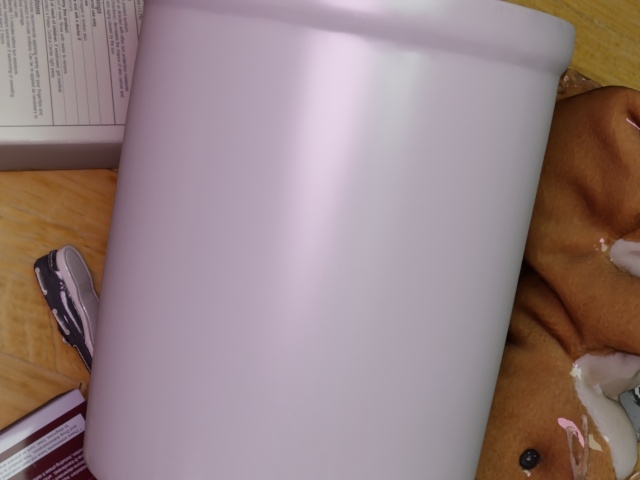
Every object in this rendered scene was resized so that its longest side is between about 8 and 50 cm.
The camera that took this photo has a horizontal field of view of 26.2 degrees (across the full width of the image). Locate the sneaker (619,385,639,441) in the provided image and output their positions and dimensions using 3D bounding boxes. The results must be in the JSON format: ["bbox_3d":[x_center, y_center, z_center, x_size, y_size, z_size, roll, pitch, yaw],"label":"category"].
[{"bbox_3d":[0.292,0.213,1.354,0.132,0.086,0.229,8,75,-26],"label":"sneaker"}]

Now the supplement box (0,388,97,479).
[{"bbox_3d":[-0.197,0.256,1.119,0.130,0.073,0.239,-31,93,-27],"label":"supplement box"}]

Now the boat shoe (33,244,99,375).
[{"bbox_3d":[-0.207,0.067,1.173,0.125,0.038,0.046,67,21,-6],"label":"boat shoe"}]

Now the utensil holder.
[{"bbox_3d":[0.000,0.000,1.046,0.327,0.327,0.385,6,97,-24],"label":"utensil holder"}]

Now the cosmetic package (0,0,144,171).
[{"bbox_3d":[-0.269,-0.143,1.145,0.309,0.113,0.160,-2,81,-26],"label":"cosmetic package"}]

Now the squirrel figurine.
[{"bbox_3d":[0.208,0.046,1.250,0.281,0.397,0.370,21,101,-54],"label":"squirrel figurine"}]
